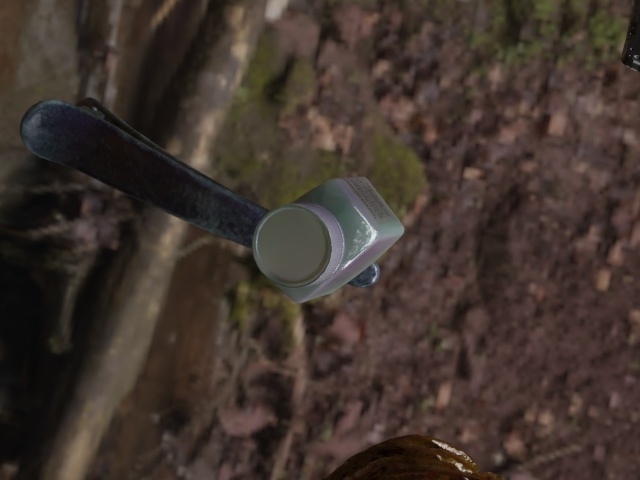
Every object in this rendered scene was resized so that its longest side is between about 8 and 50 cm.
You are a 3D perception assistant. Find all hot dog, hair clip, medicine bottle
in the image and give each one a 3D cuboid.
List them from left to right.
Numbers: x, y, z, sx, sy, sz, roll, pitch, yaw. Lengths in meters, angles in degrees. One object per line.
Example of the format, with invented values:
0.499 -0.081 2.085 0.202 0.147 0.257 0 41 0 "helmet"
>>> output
-0.085 -0.028 1.069 0.048 0.275 0.083 -64 167 11 "hair clip"
0.000 0.000 0.940 0.074 0.055 0.118 -38 173 17 "medicine bottle"
0.064 0.313 1.458 0.196 0.122 0.272 25 108 -34 "hot dog"

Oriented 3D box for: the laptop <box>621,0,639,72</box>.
0.345 -0.150 1.265 0.129 0.180 0.016 -68 -176 -45 "laptop"
